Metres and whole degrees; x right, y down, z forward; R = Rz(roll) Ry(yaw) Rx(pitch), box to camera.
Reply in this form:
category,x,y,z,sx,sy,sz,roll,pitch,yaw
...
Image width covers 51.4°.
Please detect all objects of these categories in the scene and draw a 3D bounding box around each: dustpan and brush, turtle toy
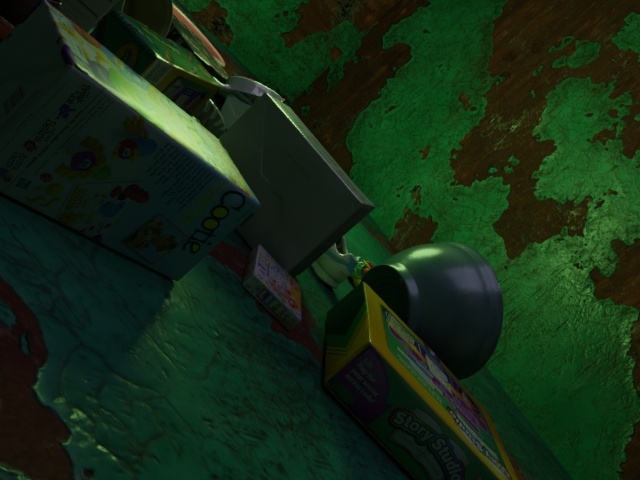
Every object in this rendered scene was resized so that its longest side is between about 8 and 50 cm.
category,x,y,z,sx,sy,sz,roll,pitch,yaw
dustpan and brush,-0.203,-0.360,1.586,0.147,0.060,0.211,10,-12,36
turtle toy,0.114,0.087,1.727,0.130,0.066,0.095,35,16,-54

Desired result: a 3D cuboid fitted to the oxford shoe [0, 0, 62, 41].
category,x,y,z,sx,sy,sz,roll,pitch,yaw
oxford shoe,-0.466,-0.376,0.864,0.271,0.098,0.097,42,11,-34

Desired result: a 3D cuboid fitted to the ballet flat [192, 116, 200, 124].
category,x,y,z,sx,sy,sz,roll,pitch,yaw
ballet flat,-0.227,-0.168,1.125,0.086,0.086,0.248,41,12,-36

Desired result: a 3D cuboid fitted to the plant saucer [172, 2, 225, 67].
category,x,y,z,sx,sy,sz,roll,pitch,yaw
plant saucer,-0.447,-0.657,2.116,0.332,0.084,0.332,46,9,-10

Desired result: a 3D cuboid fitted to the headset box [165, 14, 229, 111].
category,x,y,z,sx,sy,sz,roll,pitch,yaw
headset box,-0.341,-0.451,1.690,0.293,0.110,0.218,54,11,29

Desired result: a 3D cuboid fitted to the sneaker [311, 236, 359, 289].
category,x,y,z,sx,sy,sz,roll,pitch,yaw
sneaker,0.000,0.000,1.486,0.229,0.092,0.087,52,12,29

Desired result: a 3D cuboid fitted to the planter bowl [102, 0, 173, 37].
category,x,y,z,sx,sy,sz,roll,pitch,yaw
planter bowl,-0.433,-0.528,1.519,0.109,0.162,0.162,23,-1,23

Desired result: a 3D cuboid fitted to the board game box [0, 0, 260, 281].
category,x,y,z,sx,sy,sz,roll,pitch,yaw
board game box,-0.220,-0.094,0.718,0.275,0.144,0.142,38,14,-50

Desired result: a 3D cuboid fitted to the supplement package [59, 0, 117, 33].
category,x,y,z,sx,sy,sz,roll,pitch,yaw
supplement package,-0.409,-0.444,1.148,0.105,0.179,0.105,42,11,-34

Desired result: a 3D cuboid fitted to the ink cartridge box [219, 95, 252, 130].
category,x,y,z,sx,sy,sz,roll,pitch,yaw
ink cartridge box,-0.177,-0.285,1.662,0.134,0.078,0.231,24,3,-4

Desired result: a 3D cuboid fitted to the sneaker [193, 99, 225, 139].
category,x,y,z,sx,sy,sz,roll,pitch,yaw
sneaker,-0.292,-0.283,1.261,0.281,0.105,0.115,40,13,-38

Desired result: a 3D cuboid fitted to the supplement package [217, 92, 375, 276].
category,x,y,z,sx,sy,sz,roll,pitch,yaw
supplement package,-0.067,-0.093,1.212,0.262,0.204,0.145,50,11,9

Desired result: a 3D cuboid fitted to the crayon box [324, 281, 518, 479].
category,x,y,z,sx,sy,sz,roll,pitch,yaw
crayon box,0.161,0.268,1.105,0.363,0.106,0.313,47,11,-8

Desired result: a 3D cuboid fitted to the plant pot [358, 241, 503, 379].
category,x,y,z,sx,sy,sz,roll,pitch,yaw
plant pot,0.195,0.140,1.362,0.196,0.293,0.293,7,34,-34

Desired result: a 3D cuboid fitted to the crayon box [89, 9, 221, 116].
category,x,y,z,sx,sy,sz,roll,pitch,yaw
crayon box,-0.255,-0.200,0.915,0.081,0.165,0.278,49,9,1

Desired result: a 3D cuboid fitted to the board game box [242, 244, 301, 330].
category,x,y,z,sx,sy,sz,roll,pitch,yaw
board game box,-0.075,0.072,1.061,0.103,0.026,0.154,46,10,-14
